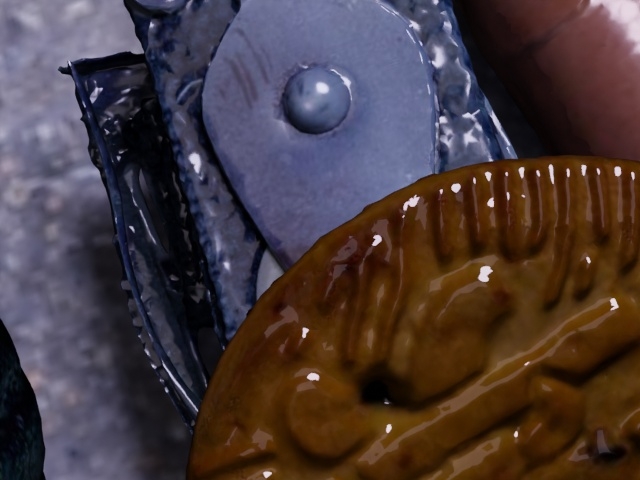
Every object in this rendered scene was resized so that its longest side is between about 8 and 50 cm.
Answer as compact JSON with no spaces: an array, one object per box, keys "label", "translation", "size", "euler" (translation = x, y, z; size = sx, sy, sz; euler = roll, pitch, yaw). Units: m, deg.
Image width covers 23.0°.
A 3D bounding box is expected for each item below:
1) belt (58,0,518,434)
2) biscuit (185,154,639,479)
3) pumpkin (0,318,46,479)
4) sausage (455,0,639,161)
[{"label":"belt","translation":[0.001,0.000,0.478],"size":[0.128,0.122,0.218],"euler":[-18,78,2]},{"label":"biscuit","translation":[0.057,0.071,0.400],"size":[0.188,0.027,0.187],"euler":[-1,100,-6]},{"label":"pumpkin","translation":[-0.191,0.089,0.389],"size":[0.248,0.248,0.248],"euler":[-2,69,6]},{"label":"sausage","translation":[0.145,0.017,0.478],"size":[0.088,0.088,0.433],"euler":[-30,69,-5]}]
